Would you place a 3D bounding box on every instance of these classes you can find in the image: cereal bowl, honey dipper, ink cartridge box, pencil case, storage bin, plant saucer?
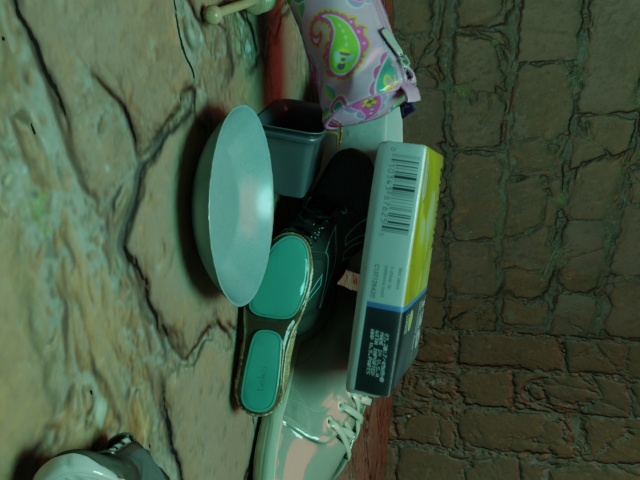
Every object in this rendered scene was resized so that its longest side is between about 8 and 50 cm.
[{"bbox_3d":[0.053,-0.112,1.058,0.339,0.141,0.338,2,90,-78],"label":"cereal bowl"},{"bbox_3d":[-0.081,-0.239,0.663,0.160,0.031,0.030,-62,151,-62],"label":"honey dipper"},{"bbox_3d":[0.117,0.026,0.898,0.307,0.072,0.303,-13,110,-71],"label":"ink cartridge box"},{"bbox_3d":[0.020,-0.269,0.738,0.124,0.124,0.284,-11,82,-78],"label":"pencil case"},{"bbox_3d":[-0.026,-0.114,0.818,0.135,0.098,0.091,-65,165,-62],"label":"storage bin"},{"bbox_3d":[-0.088,-0.033,0.636,0.195,0.038,0.194,1,90,-78],"label":"plant saucer"}]

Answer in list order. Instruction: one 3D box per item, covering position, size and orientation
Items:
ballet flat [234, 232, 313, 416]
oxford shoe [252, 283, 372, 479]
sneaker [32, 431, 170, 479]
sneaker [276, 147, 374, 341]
[{"bbox_3d":[-0.056,0.093,0.742,0.067,0.073,0.206,121,-16,-82],"label":"ballet flat"},{"bbox_3d":[0.002,0.234,0.899,0.169,0.130,0.449,82,16,-46],"label":"oxford shoe"},{"bbox_3d":[-0.138,0.155,0.422,0.158,0.061,0.064,76,-7,-56],"label":"sneaker"},{"bbox_3d":[0.000,0.000,0.835,0.106,0.101,0.267,33,75,-61],"label":"sneaker"}]
